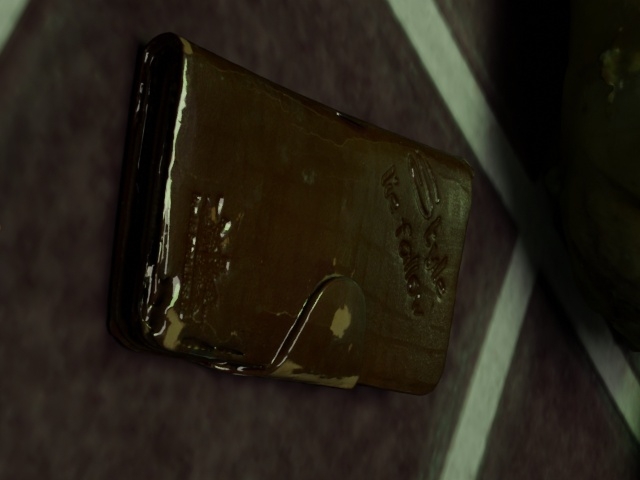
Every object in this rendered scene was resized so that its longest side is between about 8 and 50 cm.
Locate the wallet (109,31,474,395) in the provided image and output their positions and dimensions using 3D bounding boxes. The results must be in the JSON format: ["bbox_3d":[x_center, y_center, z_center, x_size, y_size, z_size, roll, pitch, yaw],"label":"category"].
[{"bbox_3d":[0.000,0.000,0.495,0.176,0.026,0.095,19,78,-56],"label":"wallet"}]

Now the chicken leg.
[{"bbox_3d":[0.152,-0.131,0.649,0.201,0.153,0.429,-42,119,-65],"label":"chicken leg"}]
